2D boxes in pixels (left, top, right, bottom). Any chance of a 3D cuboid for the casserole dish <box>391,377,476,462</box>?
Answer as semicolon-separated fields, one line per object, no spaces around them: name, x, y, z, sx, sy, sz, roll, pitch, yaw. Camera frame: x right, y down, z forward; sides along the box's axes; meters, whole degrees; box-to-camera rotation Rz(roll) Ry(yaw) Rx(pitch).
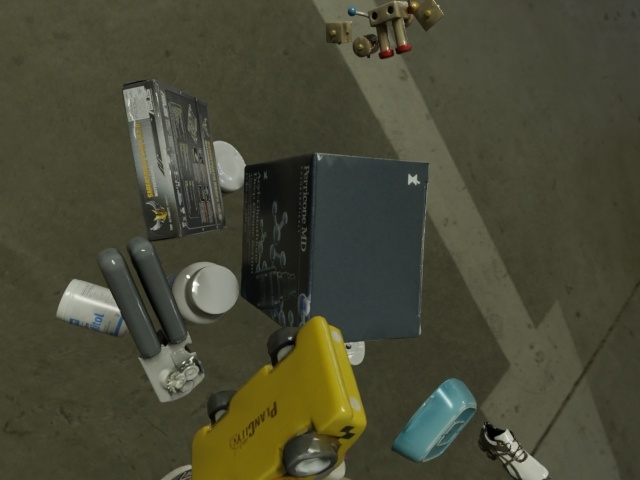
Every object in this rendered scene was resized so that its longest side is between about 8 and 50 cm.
casserole dish;0.152;0.231;0.599;0.114;0.037;0.188;-51;149;0

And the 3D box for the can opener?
can opener;-0.229;0.117;0.654;0.074;0.093;0.280;-28;132;-25

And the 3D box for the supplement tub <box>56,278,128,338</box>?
supplement tub;-0.356;0.111;0.768;0.107;0.071;0.071;20;68;-14

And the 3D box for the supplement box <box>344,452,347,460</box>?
supplement box;0.012;0.458;1.046;0.043;0.083;0.055;36;43;-55

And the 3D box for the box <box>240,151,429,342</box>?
box;0.000;0.000;0.906;0.212;0.395;0.294;0;95;-25

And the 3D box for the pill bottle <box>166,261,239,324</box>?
pill bottle;-0.304;0.135;1.177;0.152;0.272;0.152;7;77;-30

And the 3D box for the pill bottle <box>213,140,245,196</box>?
pill bottle;-0.283;-0.140;1.105;0.119;0.208;0.119;27;55;-46

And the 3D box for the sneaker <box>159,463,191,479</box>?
sneaker;-0.390;0.690;1.165;0.299;0.112;0.121;-43;108;-24

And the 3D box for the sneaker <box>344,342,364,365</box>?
sneaker;0.068;0.281;1.488;0.079;0.121;0.217;-19;82;-14

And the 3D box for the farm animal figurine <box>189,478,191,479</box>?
farm animal figurine;-0.210;0.583;0.852;0.330;0.172;0.327;40;20;26

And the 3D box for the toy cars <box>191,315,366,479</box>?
toy cars;-0.056;0.247;0.351;0.087;0.176;0.394;25;80;-31

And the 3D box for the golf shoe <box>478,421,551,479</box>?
golf shoe;0.492;0.546;1.224;0.077;0.198;0.094;-26;117;-31

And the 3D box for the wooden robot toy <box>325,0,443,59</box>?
wooden robot toy;0.097;-0.292;0.648;0.079;0.173;0.076;-37;118;-46

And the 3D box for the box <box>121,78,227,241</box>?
box;-0.226;-0.121;0.765;0.183;0.056;0.231;-32;114;-78

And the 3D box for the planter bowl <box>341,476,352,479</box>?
planter bowl;0.028;0.629;1.132;0.162;0.109;0.162;-32;141;-30
